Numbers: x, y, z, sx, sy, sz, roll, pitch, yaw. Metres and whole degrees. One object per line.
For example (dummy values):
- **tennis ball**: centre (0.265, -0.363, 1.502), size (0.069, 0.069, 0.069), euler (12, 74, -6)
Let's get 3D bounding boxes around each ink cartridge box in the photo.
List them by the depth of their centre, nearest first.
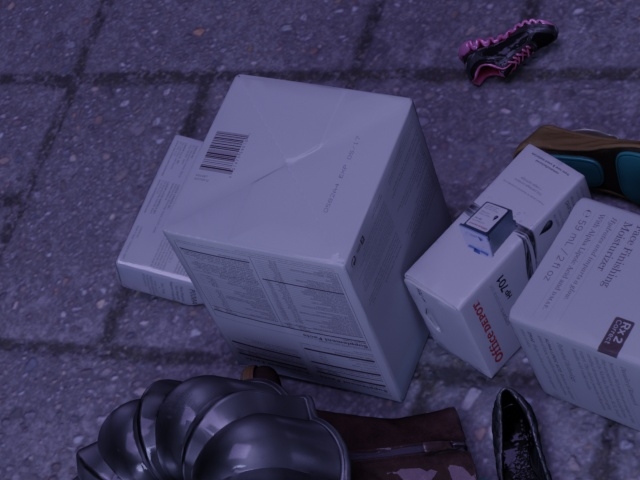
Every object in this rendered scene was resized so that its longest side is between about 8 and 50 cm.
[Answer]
- **ink cartridge box**: centre (0.189, 0.021, 1.667), size (0.082, 0.140, 0.191), euler (33, 73, 36)
- **ink cartridge box**: centre (-0.094, -0.008, 1.891), size (0.232, 0.066, 0.189), euler (17, 61, 9)

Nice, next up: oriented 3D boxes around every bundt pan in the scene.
- **bundt pan**: centre (-0.129, 0.274, 1.562), size (0.330, 0.124, 0.331), euler (-16, 62, 33)

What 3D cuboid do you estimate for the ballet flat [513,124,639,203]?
- **ballet flat**: centre (0.315, -0.086, 1.738), size (0.232, 0.080, 0.073), euler (13, 46, 30)

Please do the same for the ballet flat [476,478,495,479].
- **ballet flat**: centre (0.156, 0.315, 1.473), size (0.083, 0.087, 0.247), euler (-18, 57, 20)

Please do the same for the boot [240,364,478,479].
- **boot**: centre (0.036, 0.202, 1.656), size (0.206, 0.090, 0.248), euler (-17, 48, -4)

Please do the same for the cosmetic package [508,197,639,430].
- **cosmetic package**: centre (0.304, 0.080, 1.563), size (0.183, 0.151, 0.151), euler (19, 66, 34)

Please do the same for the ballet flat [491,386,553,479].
- **ballet flat**: centre (0.190, 0.219, 1.577), size (0.057, 0.049, 0.173), euler (-20, 49, 10)

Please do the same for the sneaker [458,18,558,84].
- **sneaker**: centre (0.218, -0.212, 1.900), size (0.119, 0.047, 0.057), euler (-19, 56, 19)

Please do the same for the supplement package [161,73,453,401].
- **supplement package**: centre (0.000, 0.000, 1.676), size (0.198, 0.263, 0.199), euler (11, 60, 23)
